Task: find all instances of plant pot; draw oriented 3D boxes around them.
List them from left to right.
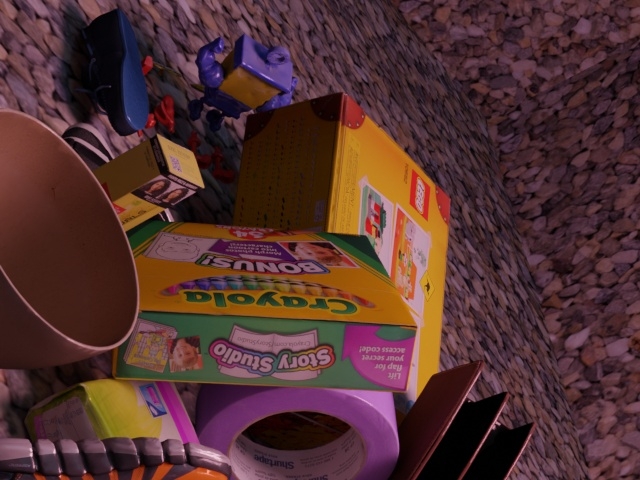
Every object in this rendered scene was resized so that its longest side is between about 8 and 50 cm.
[{"bbox_3d":[-0.358,0.025,1.547,0.284,0.191,0.284,51,23,-32],"label":"plant pot"}]

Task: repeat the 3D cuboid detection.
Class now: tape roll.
[{"bbox_3d":[-0.033,0.260,1.940,0.275,0.274,0.090,48,23,-36],"label":"tape roll"}]

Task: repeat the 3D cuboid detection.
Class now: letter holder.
[{"bbox_3d":[0.174,0.337,2.008,0.152,0.302,0.214,37,-20,-4],"label":"letter holder"}]

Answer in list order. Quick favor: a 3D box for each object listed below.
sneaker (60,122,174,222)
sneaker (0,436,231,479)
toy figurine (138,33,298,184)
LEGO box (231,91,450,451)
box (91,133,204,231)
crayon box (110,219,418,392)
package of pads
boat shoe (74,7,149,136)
[{"bbox_3d":[-0.298,-0.053,1.983,0.217,0.079,0.121,49,26,-15],"label":"sneaker"},{"bbox_3d":[-0.243,0.301,1.492,0.321,0.124,0.180,3,73,-25],"label":"sneaker"},{"bbox_3d":[-0.105,-0.224,2.335,0.362,0.217,0.191,29,40,-31],"label":"toy figurine"},{"bbox_3d":[0.030,0.080,2.243,0.372,0.193,0.500,41,47,-48],"label":"LEGO box"},{"bbox_3d":[-0.268,-0.049,1.805,0.087,0.232,0.058,27,40,-60],"label":"box"},{"bbox_3d":[-0.088,0.077,1.831,0.313,0.362,0.106,-118,-146,-68],"label":"crayon box"},{"bbox_3d":[-0.212,0.304,1.691,0.297,0.101,0.229,66,19,8],"label":"package of pads"},{"bbox_3d":[-0.316,-0.241,2.158,0.258,0.089,0.109,-102,169,-48],"label":"boat shoe"}]
